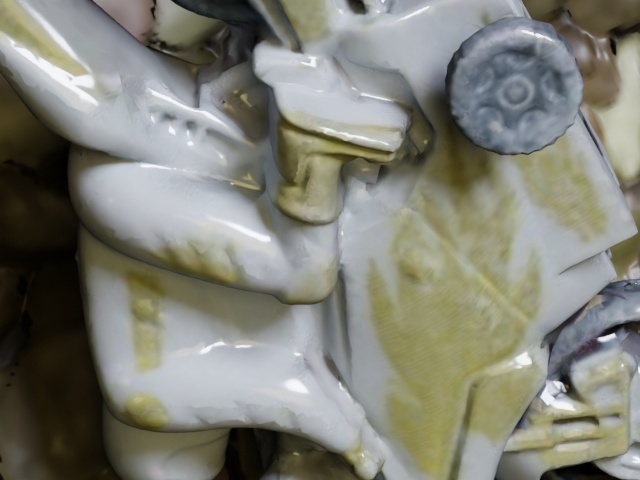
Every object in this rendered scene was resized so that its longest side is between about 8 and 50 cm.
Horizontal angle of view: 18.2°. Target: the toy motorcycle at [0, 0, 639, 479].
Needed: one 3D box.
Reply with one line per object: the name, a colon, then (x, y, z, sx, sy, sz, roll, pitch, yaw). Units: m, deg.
toy motorcycle: (0.000, 0.000, 0.458, 0.151, 0.074, 0.228, -32, 119, 14)
